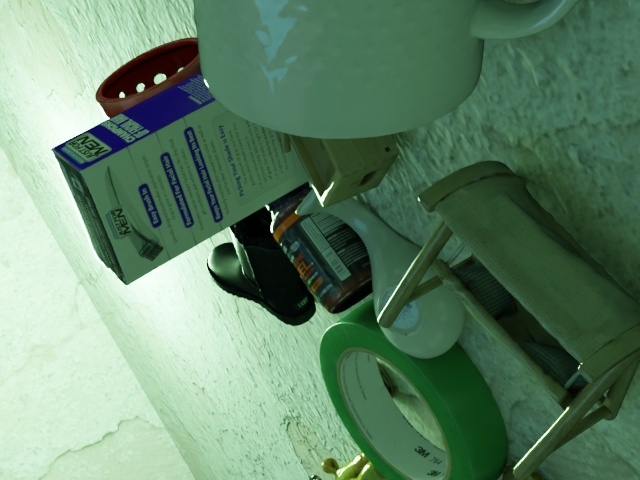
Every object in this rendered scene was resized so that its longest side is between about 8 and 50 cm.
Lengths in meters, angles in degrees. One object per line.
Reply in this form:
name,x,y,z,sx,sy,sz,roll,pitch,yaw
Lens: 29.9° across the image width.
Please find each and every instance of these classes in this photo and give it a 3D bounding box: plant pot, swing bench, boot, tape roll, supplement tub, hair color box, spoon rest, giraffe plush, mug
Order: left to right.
plant pot,-0.222,-0.192,1.829,0.191,0.191,0.174,26,147,54
hair color box,-0.166,-0.109,1.605,0.110,0.339,0.185,32,146,47
boot,-0.114,0.012,1.969,0.246,0.094,0.207,31,149,37
supplement tub,0.000,0.000,1.705,0.198,0.106,0.106,54,157,13
giraffe plush,0.084,0.427,2.031,0.181,0.210,0.170,58,-169,-19
spoon rest,0.087,0.035,1.594,0.276,0.084,0.137,50,125,14
mug,0.061,-0.289,1.054,0.374,0.276,0.328,14,131,19
tape roll,0.130,0.239,1.740,0.321,0.077,0.321,38,146,32
swing bench,0.219,0.073,1.272,0.253,0.165,0.254,50,151,23

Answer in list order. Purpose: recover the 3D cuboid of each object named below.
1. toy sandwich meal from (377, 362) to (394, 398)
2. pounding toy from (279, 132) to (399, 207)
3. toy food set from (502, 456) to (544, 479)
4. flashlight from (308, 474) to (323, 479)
toy sandwich meal,0.084,0.226,1.914,0.085,0.029,0.085,46,154,29
pounding toy,0.006,-0.157,1.524,0.206,0.094,0.181,64,164,11
toy food set,0.297,0.365,1.646,0.132,0.039,0.192,58,164,22
flashlight,0.075,0.542,2.140,0.304,0.103,0.103,44,126,-8
